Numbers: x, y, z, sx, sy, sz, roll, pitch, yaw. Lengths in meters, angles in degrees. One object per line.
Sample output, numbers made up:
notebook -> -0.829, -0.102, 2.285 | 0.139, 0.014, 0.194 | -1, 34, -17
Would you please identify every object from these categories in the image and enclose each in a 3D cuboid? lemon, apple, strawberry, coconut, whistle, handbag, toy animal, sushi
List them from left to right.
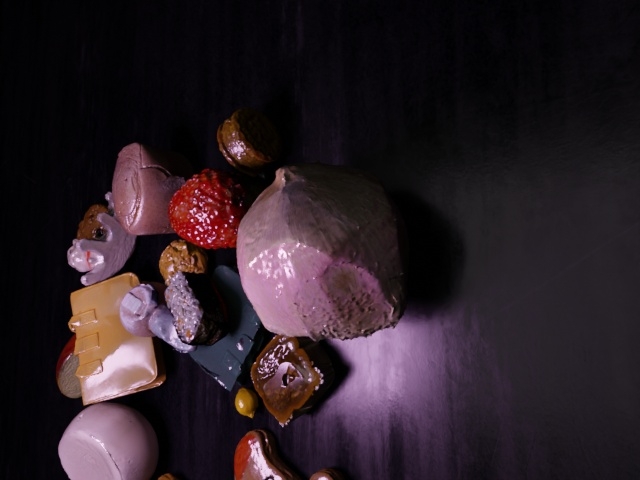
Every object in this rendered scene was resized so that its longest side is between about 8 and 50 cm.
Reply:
apple -> -0.881, 0.428, 1.678 | 0.345, 0.179, 0.254 | -61, 20, 13
toy animal -> -0.814, -0.020, 1.628 | 0.188, 0.266, 0.307 | 2, 105, 41
handbag -> -0.708, 0.334, 1.520 | 0.283, 0.133, 0.400 | -16, 73, -5
whistle -> -0.492, 0.248, 1.383 | 0.348, 0.189, 0.189 | 24, 99, 27
sushi -> -0.355, 0.192, 1.250 | 0.136, 0.126, 0.225 | -51, 59, 24
strawberry -> -0.309, -0.085, 1.272 | 0.289, 0.250, 0.238 | -11, 81, 11
handbag -> -0.264, 0.250, 1.311 | 0.239, 0.089, 0.326 | 32, 104, 31
lemon -> -0.213, 0.469, 1.265 | 0.065, 0.065, 0.092 | -41, 62, 25
coconut -> 0.000, 0.000, 0.965 | 0.405, 0.405, 0.404 | -4, 83, 34

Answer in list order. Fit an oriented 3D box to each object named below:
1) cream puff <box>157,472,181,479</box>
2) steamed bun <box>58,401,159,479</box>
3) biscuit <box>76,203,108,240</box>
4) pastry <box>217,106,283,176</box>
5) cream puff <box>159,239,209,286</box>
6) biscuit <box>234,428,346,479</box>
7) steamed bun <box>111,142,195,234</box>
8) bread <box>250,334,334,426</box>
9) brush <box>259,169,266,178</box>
cream puff -> -0.487, 0.819, 1.395 | 0.127, 0.103, 0.143 | -9, 80, 20
steamed bun -> -0.689, 0.691, 1.463 | 0.325, 0.206, 0.324 | 7, 108, 21
biscuit -> -0.916, -0.012, 1.792 | 0.296, 0.075, 0.295 | -5, 82, 33
pastry -> -0.201, -0.287, 1.263 | 0.103, 0.189, 0.188 | -31, 69, 34
cream puff -> -0.455, 0.085, 1.433 | 0.189, 0.130, 0.188 | -5, 82, 38
biscuit -> -0.115, 0.710, 1.140 | 0.394, 0.076, 0.368 | 23, 92, 37
steamed bun -> -0.532, -0.169, 1.456 | 0.199, 0.252, 0.301 | -7, 85, 23
bread -> -0.078, 0.353, 1.157 | 0.209, 0.110, 0.192 | -51, 62, 19
brush -> -0.220, -0.256, 1.370 | 0.070, 0.021, 0.196 | -49, 62, 22
